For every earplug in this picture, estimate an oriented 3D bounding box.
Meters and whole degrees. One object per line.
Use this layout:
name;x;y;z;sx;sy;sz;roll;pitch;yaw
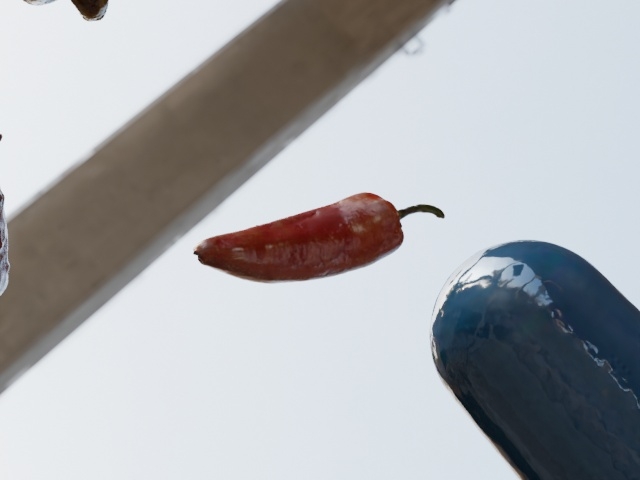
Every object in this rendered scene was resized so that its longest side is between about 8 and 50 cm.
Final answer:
earplug;0.168;0.113;1.016;0.273;0.132;0.132;48;-35;-3

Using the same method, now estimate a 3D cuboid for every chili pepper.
chili pepper;0.000;0.000;1.752;0.063;0.272;0.071;-12;-89;61

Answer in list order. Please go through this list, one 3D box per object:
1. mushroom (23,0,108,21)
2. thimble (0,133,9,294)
mushroom;-0.210;-0.246;1.615;0.085;0.126;0.109;61;-2;32
thimble;-0.247;-0.018;0.938;0.189;0.163;0.125;3;-84;55
